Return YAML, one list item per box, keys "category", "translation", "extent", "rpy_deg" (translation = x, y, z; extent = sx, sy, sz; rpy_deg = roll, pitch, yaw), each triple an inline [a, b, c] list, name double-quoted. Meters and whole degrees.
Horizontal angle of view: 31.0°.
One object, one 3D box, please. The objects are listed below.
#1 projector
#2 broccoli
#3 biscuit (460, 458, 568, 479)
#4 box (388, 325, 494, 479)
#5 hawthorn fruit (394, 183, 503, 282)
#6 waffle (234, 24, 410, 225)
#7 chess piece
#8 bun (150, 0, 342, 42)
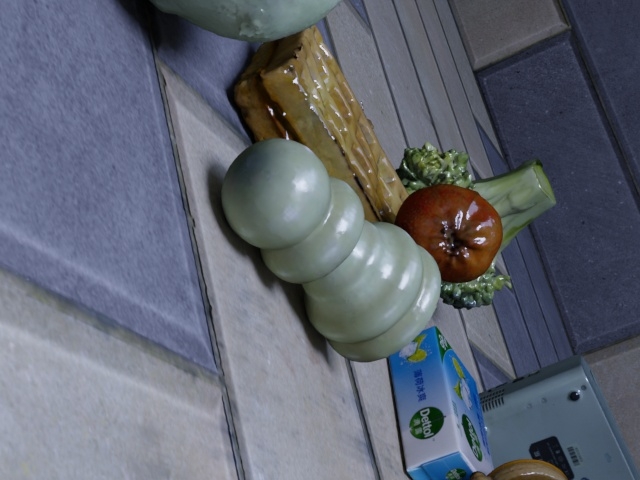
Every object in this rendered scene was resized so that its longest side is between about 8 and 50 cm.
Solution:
- category: "projector"
  translation: [0.338, 0.318, 1.662]
  extent: [0.250, 0.198, 0.108]
  rpy_deg: [65, 16, -6]
- category: "broccoli"
  translation: [0.219, -0.047, 1.695]
  extent: [0.263, 0.243, 0.247]
  rpy_deg: [60, 19, -12]
- category: "biscuit"
  translation: [0.212, 0.319, 1.338]
  extent: [0.170, 0.170, 0.050]
  rpy_deg: [58, 3, -28]
- category: "box"
  translation: [0.150, 0.223, 1.408]
  extent: [0.139, 0.073, 0.194]
  rpy_deg: [54, 21, -40]
- category: "hawthorn fruit"
  translation: [0.140, -0.010, 1.294]
  extent: [0.128, 0.128, 0.128]
  rpy_deg: [57, 19, -32]
- category: "waffle"
  translation: [0.016, -0.090, 1.368]
  extent: [0.328, 0.098, 0.224]
  rpy_deg: [59, 16, -21]
- category: "chess piece"
  translation: [0.000, 0.000, 1.140]
  extent: [0.251, 0.144, 0.144]
  rpy_deg: [45, 27, -41]
- category: "bun"
  translation: [-0.103, -0.312, 1.128]
  extent: [0.293, 0.187, 0.293]
  rpy_deg: [21, 56, -34]
